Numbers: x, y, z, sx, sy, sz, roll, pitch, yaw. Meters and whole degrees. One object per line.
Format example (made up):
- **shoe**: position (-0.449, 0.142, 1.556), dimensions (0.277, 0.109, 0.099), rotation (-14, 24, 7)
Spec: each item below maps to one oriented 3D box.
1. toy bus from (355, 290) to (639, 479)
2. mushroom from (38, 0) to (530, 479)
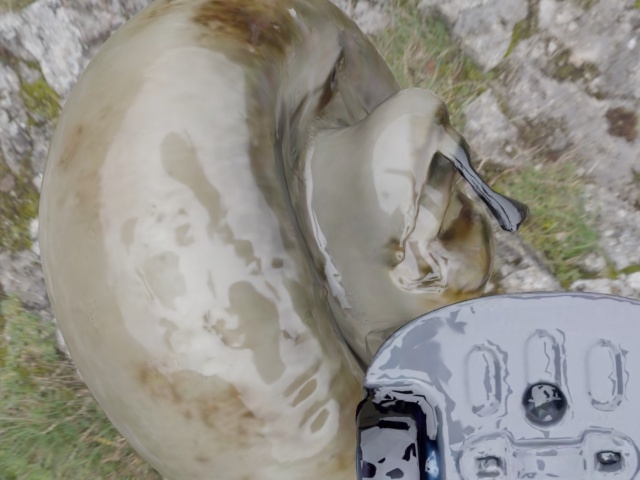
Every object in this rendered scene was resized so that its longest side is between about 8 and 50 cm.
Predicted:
- **toy bus**: position (0.079, 0.122, 0.403), dimensions (0.126, 0.136, 0.209), rotation (-3, 88, 5)
- **mushroom**: position (0.000, 0.000, 0.720), dimensions (0.295, 0.362, 0.362), rotation (-16, 83, 25)
